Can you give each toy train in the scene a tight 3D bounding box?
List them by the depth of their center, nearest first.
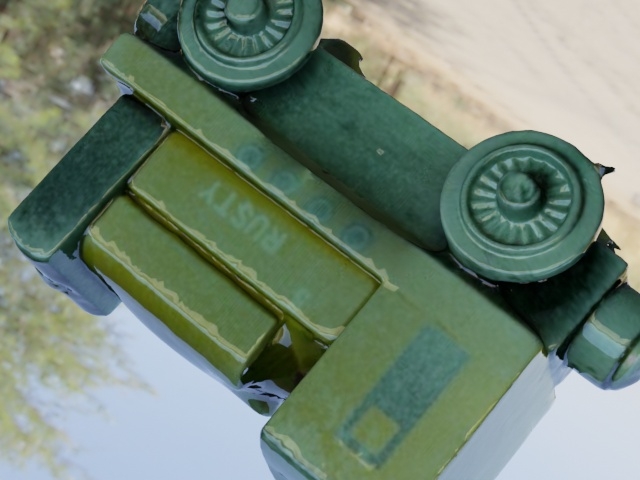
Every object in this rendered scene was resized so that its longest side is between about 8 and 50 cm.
[{"bbox_3d":[0.000,0.000,0.854,0.397,0.253,0.160,38,172,22],"label":"toy train"}]
